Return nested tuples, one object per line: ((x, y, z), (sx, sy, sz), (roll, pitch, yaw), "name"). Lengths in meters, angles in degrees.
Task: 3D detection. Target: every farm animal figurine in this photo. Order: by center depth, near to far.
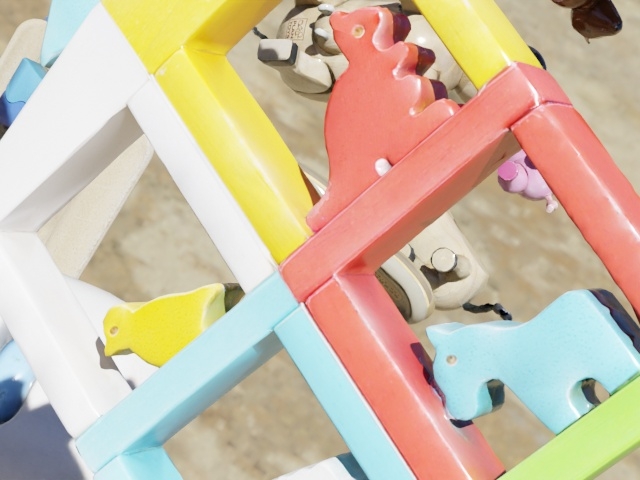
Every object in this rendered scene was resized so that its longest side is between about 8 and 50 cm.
((0.089, -0.127, 1.217), (0.327, 0.330, 0.172), (25, -4, 25), "farm animal figurine")

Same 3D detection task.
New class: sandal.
((0.000, 0.000, 1.009), (0.180, 0.072, 0.049), (43, 69, 7), "sandal")

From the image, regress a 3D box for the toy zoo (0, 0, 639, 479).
((-0.002, 0.017, 0.446), (0.293, 0.192, 0.030), (57, 23, 16), "toy zoo")

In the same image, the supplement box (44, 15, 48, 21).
((-0.204, -0.155, 1.327), (0.056, 0.083, 0.083), (-18, 59, -4), "supplement box")

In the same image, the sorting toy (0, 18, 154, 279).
((-0.271, -0.014, 1.218), (0.041, 0.307, 0.229), (21, 16, -44), "sorting toy")

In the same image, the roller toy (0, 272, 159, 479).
((-0.190, 0.121, 1.026), (0.146, 0.191, 0.209), (23, 19, 6), "roller toy")
